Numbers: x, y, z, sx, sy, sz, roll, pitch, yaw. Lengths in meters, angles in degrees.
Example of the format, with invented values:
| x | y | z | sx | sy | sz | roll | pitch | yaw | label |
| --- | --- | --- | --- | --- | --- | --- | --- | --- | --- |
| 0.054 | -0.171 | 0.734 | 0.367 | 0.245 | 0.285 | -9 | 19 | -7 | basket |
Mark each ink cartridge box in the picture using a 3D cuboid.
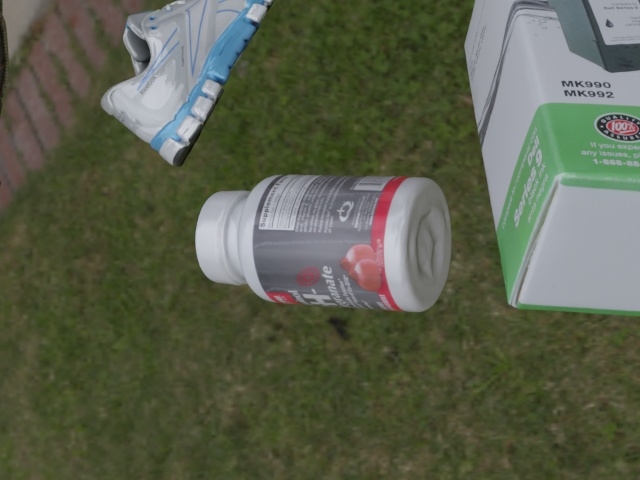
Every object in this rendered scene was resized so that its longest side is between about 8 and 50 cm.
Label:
| x | y | z | sx | sy | sz | roll | pitch | yaw | label |
| --- | --- | --- | --- | --- | --- | --- | --- | --- | --- |
| 0.223 | -0.090 | 0.796 | 0.289 | 0.211 | 0.121 | -92 | 8 | -45 | ink cartridge box |

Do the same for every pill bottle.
| x | y | z | sx | sy | sz | roll | pitch | yaw | label |
| --- | --- | --- | --- | --- | --- | --- | --- | --- | --- |
| 0.000 | 0.000 | 1.553 | 0.319 | 0.176 | 0.176 | 2 | 89 | 27 | pill bottle |

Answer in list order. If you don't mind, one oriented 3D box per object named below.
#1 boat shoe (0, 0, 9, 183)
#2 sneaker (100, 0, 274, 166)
| x | y | z | sx | sy | sz | roll | pitch | yaw | label |
| --- | --- | --- | --- | --- | --- | --- | --- | --- | --- |
| -0.271 | -0.034 | 0.725 | 0.130 | 0.132 | 0.355 | -126 | 43 | -52 | boat shoe |
| -0.088 | -0.147 | 0.805 | 0.190 | 0.083 | 0.071 | -64 | 8 | -30 | sneaker |
